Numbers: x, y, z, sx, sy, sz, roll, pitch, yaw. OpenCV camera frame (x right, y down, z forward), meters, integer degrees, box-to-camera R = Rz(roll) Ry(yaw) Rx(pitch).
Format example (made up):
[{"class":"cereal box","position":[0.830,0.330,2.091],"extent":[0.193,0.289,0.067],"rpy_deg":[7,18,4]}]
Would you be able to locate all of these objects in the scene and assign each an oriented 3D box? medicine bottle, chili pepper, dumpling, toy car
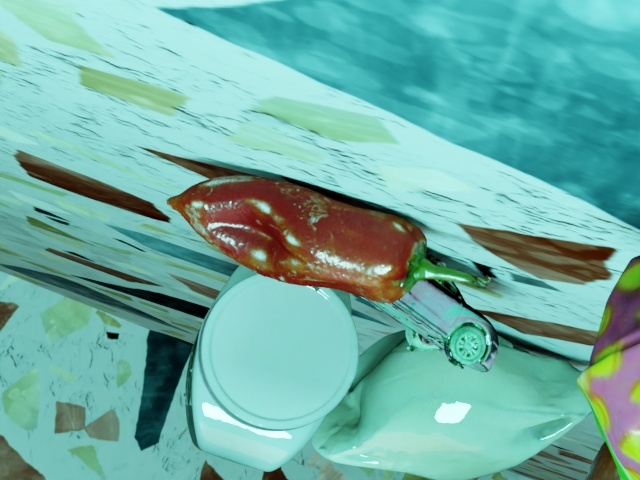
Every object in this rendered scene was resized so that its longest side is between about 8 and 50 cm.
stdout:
[{"class":"medicine bottle","position":[-0.042,0.088,1.174],"extent":[0.111,0.161,0.296],"rpy_deg":[18,173,-5]},{"class":"chili pepper","position":[0.000,0.000,0.874],"extent":[0.191,0.050,0.059],"rpy_deg":[14,129,16]},{"class":"dumpling","position":[0.107,0.117,1.234],"extent":[0.229,0.124,0.151],"rpy_deg":[-3,-153,13]},{"class":"toy car","position":[0.051,0.030,0.951],"extent":[0.142,0.055,0.069],"rpy_deg":[36,170,-20]}]

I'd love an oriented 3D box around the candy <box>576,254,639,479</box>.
[{"class":"candy","position":[0.211,0.034,0.526],"extent":[0.124,0.124,0.365],"rpy_deg":[21,163,-17]}]

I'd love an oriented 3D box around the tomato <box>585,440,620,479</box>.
[{"class":"tomato","position":[0.345,0.296,1.414],"extent":[0.335,0.176,0.289],"rpy_deg":[29,165,50]}]
